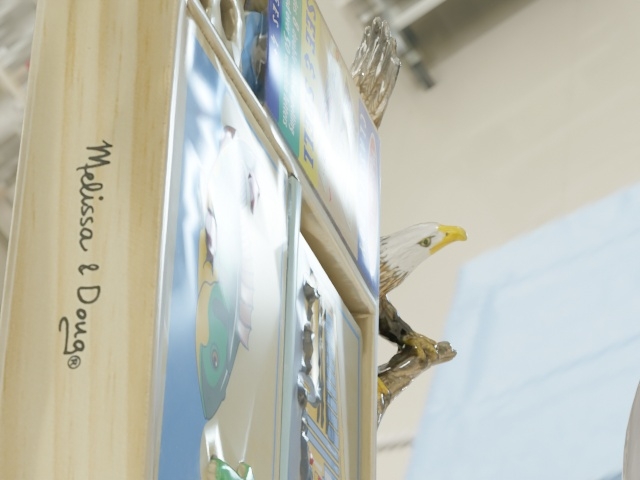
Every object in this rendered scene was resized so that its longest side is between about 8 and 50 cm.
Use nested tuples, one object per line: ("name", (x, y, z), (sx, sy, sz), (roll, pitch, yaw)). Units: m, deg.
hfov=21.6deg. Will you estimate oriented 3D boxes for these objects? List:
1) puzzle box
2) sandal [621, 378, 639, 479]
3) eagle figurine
("puzzle box", (-0.033, 0.076, 0.591), (0.052, 0.272, 0.408), (-6, 63, 14))
("sandal", (0.153, -0.034, 0.352), (0.102, 0.076, 0.265), (-81, 17, -67))
("eagle figurine", (0.010, -0.004, 1.353), (0.225, 0.298, 0.226), (-26, 13, -2))
